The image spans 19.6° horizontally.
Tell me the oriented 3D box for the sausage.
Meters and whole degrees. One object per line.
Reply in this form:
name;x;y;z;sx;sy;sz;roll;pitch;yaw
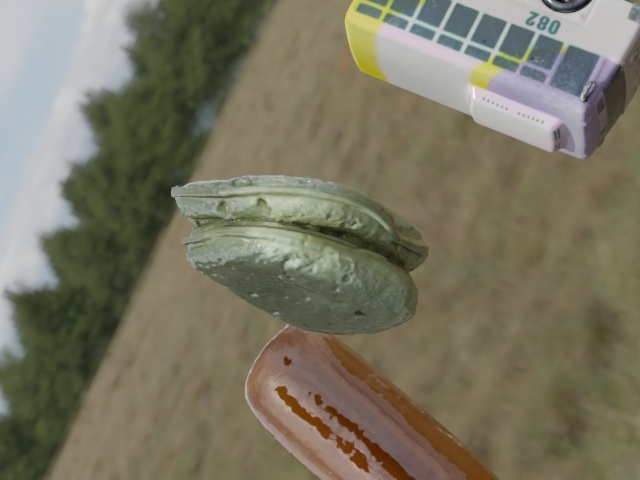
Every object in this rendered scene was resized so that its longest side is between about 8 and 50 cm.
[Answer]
sausage;0.049;0.175;1.524;0.105;0.274;0.105;-38;-27;-24

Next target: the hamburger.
hamburger;-0.001;0.003;0.806;0.084;0.121;0.054;-1;68;48

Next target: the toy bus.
toy bus;0.064;-0.071;0.660;0.058;0.102;0.052;-62;-17;-14
